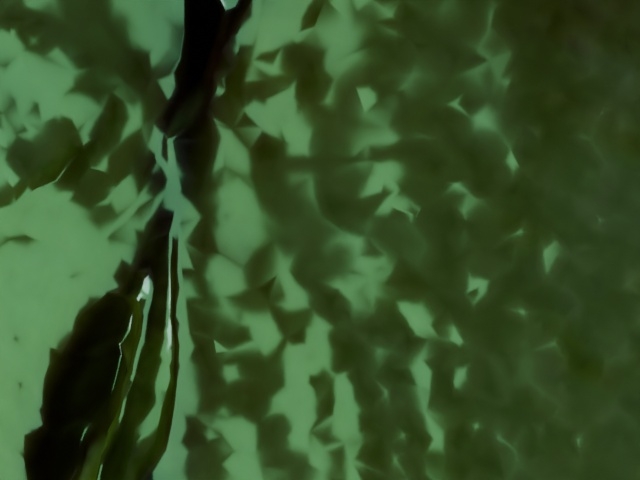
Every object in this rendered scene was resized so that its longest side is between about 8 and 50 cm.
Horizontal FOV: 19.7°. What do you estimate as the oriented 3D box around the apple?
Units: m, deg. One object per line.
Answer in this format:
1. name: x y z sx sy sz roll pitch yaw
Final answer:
1. apple: -0.033 0.049 0.450 0.295 0.328 0.365 -128 53 -66
